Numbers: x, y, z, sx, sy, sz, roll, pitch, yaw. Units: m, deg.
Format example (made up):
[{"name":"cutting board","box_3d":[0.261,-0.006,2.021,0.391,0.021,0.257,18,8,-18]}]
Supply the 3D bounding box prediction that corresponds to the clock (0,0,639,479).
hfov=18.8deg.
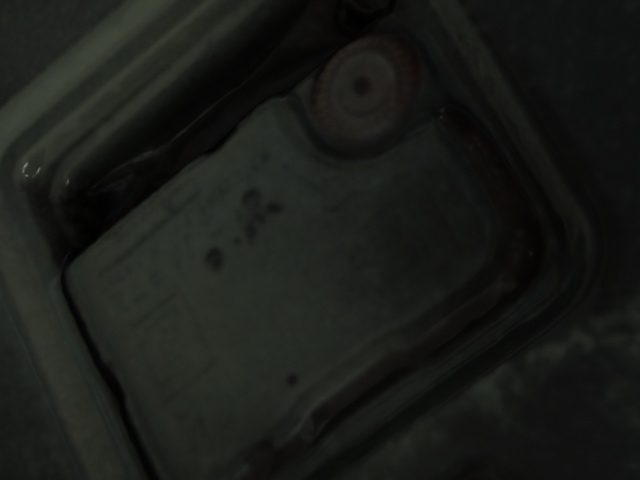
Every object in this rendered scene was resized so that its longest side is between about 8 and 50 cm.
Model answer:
[{"name":"clock","box_3d":[0.000,0.000,0.480,0.386,0.386,0.076,53,17,30]}]
